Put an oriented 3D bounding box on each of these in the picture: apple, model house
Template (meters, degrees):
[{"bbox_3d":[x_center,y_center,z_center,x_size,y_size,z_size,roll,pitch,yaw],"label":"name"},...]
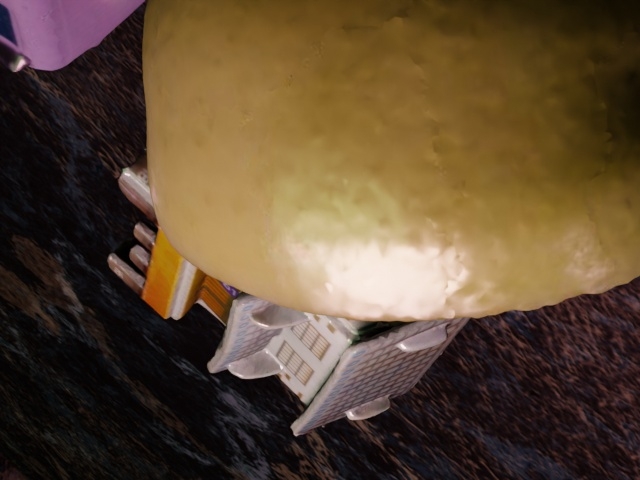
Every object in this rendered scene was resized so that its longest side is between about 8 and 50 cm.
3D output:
[{"bbox_3d":[0.066,-0.099,0.922,0.257,0.295,0.233,-2,98,32],"label":"apple"},{"bbox_3d":[0.000,0.000,1.293,0.215,0.198,0.224,44,159,7],"label":"model house"}]

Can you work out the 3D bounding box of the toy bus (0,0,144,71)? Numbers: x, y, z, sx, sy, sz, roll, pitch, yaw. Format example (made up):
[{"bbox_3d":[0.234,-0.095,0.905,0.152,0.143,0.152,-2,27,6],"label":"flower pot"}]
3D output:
[{"bbox_3d":[-0.170,-0.292,0.995,0.249,0.209,0.440,33,156,18],"label":"toy bus"}]
